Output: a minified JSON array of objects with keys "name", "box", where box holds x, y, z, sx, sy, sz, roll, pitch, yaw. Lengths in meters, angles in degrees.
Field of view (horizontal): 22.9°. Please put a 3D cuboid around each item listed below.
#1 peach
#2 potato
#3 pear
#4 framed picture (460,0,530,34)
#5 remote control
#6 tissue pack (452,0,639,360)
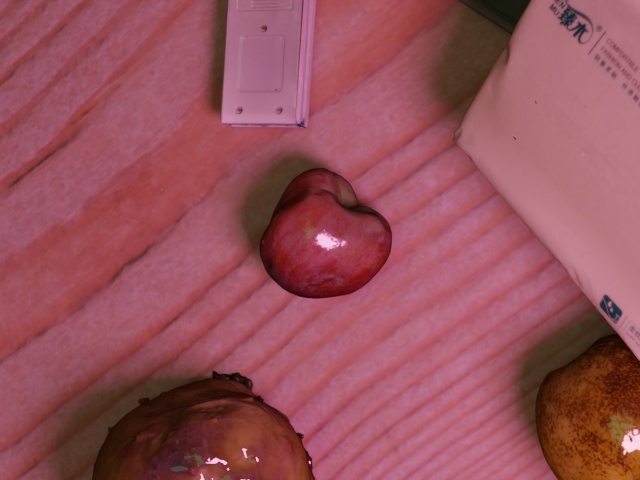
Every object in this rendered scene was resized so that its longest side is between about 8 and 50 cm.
[{"name":"peach","box":[0.000,0.000,1.851,0.152,0.152,0.152,-2,83,20]},{"name":"potato","box":[-0.156,0.286,1.812,0.289,0.237,0.301,-46,71,11]},{"name":"pear","box":[0.324,0.190,1.674,0.197,0.197,0.197,-2,83,20]},{"name":"framed picture","box":[0.256,-0.421,1.850,0.247,0.022,0.335,36,97,21]},{"name":"remote control","box":[-0.059,-0.277,1.935,0.102,0.055,0.277,2,86,21]},{"name":"tissue pack","box":[0.351,-0.094,1.615,0.380,0.207,0.297,52,130,30]}]
